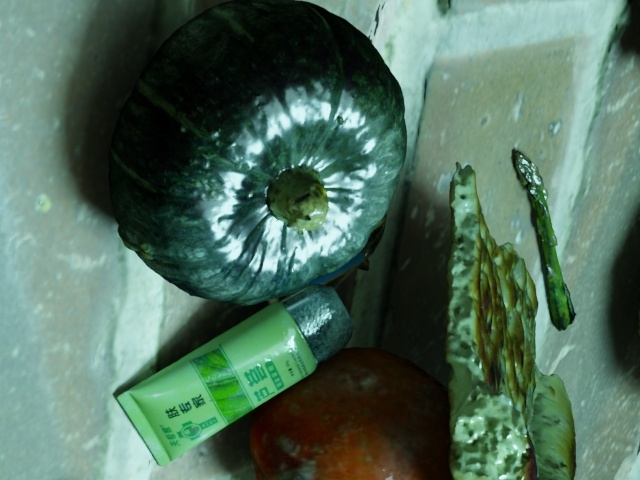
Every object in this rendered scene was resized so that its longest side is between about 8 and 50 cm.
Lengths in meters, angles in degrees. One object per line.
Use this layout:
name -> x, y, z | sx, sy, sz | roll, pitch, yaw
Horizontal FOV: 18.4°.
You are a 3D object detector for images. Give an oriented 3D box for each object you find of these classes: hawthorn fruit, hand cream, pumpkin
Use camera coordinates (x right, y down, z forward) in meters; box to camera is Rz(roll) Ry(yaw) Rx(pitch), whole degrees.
hawthorn fruit -> 0.028, 0.165, 1.499 | 0.173, 0.173, 0.173 | -29, 132, -38
hand cream -> -0.057, 0.095, 1.432 | 0.175, 0.046, 0.095 | -33, 140, -8
pumpkin -> -0.038, -0.056, 1.291 | 0.211, 0.152, 0.212 | -22, 125, -36

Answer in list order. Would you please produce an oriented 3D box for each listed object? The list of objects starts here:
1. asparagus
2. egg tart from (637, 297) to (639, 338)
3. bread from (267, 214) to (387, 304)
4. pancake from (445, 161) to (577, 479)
asparagus -> 0.198, 0.003, 1.726 | 0.233, 0.023, 0.022 | 70, 13, -45
egg tart -> 0.396, 0.045, 1.904 | 0.319, 0.128, 0.319 | -25, 128, -38
bread -> 0.000, 0.000, 1.459 | 0.106, 0.053, 0.072 | -30, 156, -33
pancake -> 0.160, 0.125, 1.546 | 0.427, 0.067, 0.305 | 47, 39, -67
